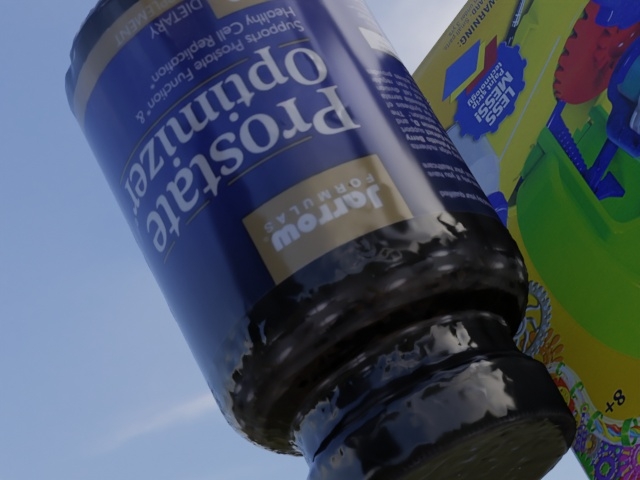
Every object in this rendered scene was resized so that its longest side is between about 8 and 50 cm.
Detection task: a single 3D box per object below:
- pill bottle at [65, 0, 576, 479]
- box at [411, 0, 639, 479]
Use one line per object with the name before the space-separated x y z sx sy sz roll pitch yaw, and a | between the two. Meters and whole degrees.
pill bottle | 0.000 0.000 0.635 0.123 0.219 0.123 -23 -28 -13
box | 0.210 -0.056 0.683 0.177 0.279 0.290 24 -67 -32
